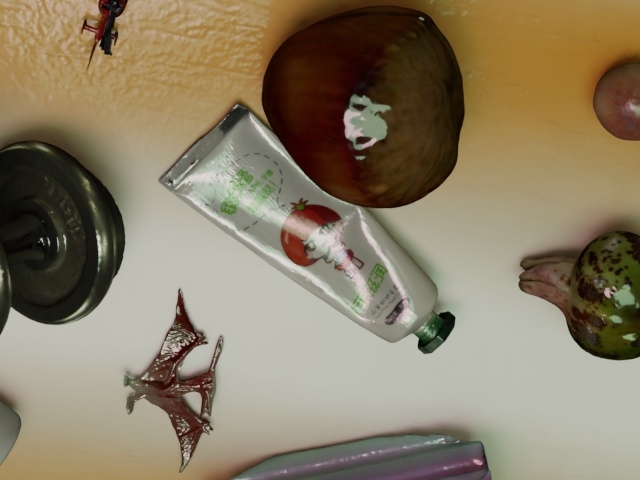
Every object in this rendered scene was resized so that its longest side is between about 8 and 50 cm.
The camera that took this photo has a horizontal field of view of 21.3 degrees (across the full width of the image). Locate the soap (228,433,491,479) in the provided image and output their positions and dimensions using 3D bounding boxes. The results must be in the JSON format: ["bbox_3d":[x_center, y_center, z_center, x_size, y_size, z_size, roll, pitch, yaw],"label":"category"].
[{"bbox_3d":[0.031,0.310,1.836,0.324,0.193,0.109,-12,119,0],"label":"soap"}]

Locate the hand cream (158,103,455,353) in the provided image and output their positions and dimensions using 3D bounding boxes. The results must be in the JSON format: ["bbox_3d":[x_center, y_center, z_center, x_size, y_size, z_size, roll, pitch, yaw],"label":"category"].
[{"bbox_3d":[0.000,0.000,1.757,0.336,0.076,0.121,39,106,-14],"label":"hand cream"}]

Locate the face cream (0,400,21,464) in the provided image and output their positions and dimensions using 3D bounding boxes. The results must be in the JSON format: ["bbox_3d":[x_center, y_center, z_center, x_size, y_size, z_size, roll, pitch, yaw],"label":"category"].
[{"bbox_3d":[-0.437,0.152,1.767,0.252,0.101,0.101,41,107,-21],"label":"face cream"}]

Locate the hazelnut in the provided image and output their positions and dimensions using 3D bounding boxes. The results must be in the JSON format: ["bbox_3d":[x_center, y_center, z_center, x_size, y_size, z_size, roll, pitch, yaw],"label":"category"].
[{"bbox_3d":[0.033,-0.130,1.631,0.208,0.208,0.208,-2,117,-4],"label":"hazelnut"}]

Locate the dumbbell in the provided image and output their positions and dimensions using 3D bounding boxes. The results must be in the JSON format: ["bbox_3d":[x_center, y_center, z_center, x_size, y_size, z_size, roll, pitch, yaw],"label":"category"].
[{"bbox_3d":[-0.318,0.007,1.626,0.192,0.290,0.192,12,110,35],"label":"dumbbell"}]

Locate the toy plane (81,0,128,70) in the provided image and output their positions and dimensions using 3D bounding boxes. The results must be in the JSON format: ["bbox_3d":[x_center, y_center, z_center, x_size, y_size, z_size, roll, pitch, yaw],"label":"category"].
[{"bbox_3d":[-0.198,-0.228,1.621,0.037,0.060,0.145,18,129,-14],"label":"toy plane"}]

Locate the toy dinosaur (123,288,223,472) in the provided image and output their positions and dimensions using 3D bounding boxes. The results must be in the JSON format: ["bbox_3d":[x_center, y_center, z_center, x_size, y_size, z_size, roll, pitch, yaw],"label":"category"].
[{"bbox_3d":[-0.158,0.155,1.832,0.108,0.032,0.220,-1,115,-1],"label":"toy dinosaur"}]

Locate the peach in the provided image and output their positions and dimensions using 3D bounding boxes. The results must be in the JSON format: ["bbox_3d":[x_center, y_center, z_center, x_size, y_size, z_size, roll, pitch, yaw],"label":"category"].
[{"bbox_3d":[0.314,-0.138,1.701,0.083,0.083,0.083,-2,117,-4],"label":"peach"}]

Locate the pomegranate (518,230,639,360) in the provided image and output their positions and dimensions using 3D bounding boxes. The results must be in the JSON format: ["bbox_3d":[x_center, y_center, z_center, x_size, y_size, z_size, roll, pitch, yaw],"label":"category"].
[{"bbox_3d":[0.292,0.059,1.770,0.163,0.125,0.138,-2,129,-3],"label":"pomegranate"}]
